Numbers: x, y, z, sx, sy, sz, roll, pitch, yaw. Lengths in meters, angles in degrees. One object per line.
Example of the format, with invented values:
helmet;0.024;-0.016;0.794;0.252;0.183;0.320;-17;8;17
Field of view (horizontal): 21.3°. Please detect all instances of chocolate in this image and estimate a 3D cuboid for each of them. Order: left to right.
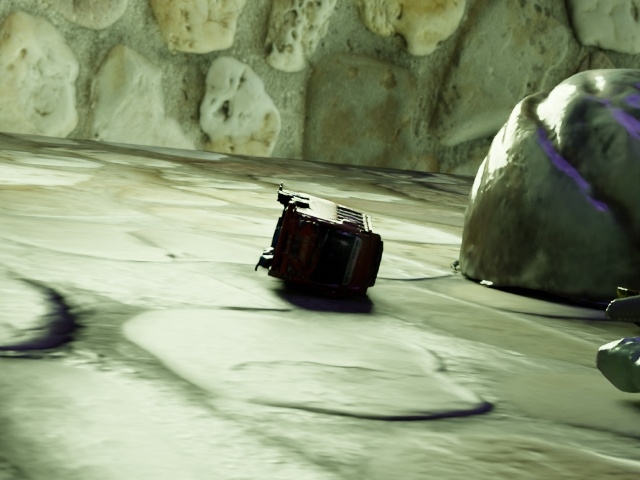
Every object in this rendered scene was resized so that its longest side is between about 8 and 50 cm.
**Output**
chocolate;0.280;-0.054;1.593;0.303;0.213;0.303;6;7;-1

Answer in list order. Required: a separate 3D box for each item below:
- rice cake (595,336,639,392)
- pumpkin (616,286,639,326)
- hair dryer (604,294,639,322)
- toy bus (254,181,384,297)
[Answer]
rice cake;0.283;0.085;1.062;0.222;0.042;0.080;3;3;-26
pumpkin;0.267;0.059;1.359;0.083;0.028;0.050;14;1;-44
hair dryer;0.279;0.012;0.961;0.220;0.195;0.054;11;12;17
toy bus;0.000;0.000;1.420;0.096;0.073;0.235;14;5;-2
